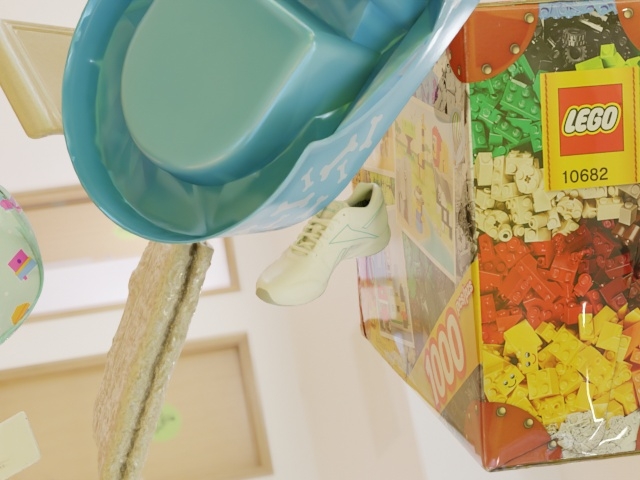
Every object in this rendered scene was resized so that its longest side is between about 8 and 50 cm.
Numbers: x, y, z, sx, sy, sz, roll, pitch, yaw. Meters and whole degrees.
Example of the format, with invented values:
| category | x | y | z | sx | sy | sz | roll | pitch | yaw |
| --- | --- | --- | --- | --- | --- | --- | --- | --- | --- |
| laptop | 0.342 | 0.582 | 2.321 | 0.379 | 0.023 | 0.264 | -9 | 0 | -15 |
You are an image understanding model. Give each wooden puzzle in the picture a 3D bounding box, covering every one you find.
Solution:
| category | x | y | z | sx | sy | sz | roll | pitch | yaw |
| --- | --- | --- | --- | --- | --- | --- | --- | --- | --- |
| wooden puzzle | -0.279 | -0.190 | 1.396 | 0.221 | 0.239 | 0.044 | 55 | -46 | 34 |

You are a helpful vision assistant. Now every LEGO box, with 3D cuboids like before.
| category | x | y | z | sx | sy | sz | roll | pitch | yaw |
| --- | --- | --- | --- | --- | --- | --- | --- | --- | --- |
| LEGO box | 0.168 | -0.038 | 1.119 | 0.500 | 0.193 | 0.372 | -141 | -133 | -78 |

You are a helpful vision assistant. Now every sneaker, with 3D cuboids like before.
| category | x | y | z | sx | sy | sz | roll | pitch | yaw |
| --- | --- | --- | --- | --- | --- | --- | --- | --- | --- |
| sneaker | 0.000 | 0.000 | 0.935 | 0.054 | 0.152 | 0.061 | 25 | -45 | 33 |

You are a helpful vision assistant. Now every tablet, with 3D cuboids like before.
| category | x | y | z | sx | sy | sz | roll | pitch | yaw |
| --- | --- | --- | --- | --- | --- | --- | --- | --- | --- |
| tablet | -0.312 | 0.206 | 1.091 | 0.054 | 0.083 | 0.006 | 61 | 2 | 26 |

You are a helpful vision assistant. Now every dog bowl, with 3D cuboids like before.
| category | x | y | z | sx | sy | sz | roll | pitch | yaw |
| --- | --- | --- | --- | --- | --- | --- | --- | --- | --- |
| dog bowl | -0.007 | -0.128 | 0.557 | 0.166 | 0.074 | 0.297 | 43 | -76 | 30 |

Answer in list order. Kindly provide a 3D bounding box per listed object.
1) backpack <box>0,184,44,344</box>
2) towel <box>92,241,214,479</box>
| category | x | y | z | sx | sy | sz | roll | pitch | yaw |
| --- | --- | --- | --- | --- | --- | --- | --- | --- | --- |
| backpack | -0.243 | 0.034 | 0.619 | 0.115 | 0.182 | 0.152 | 8 | -50 | 49 |
| towel | -0.178 | 0.104 | 1.147 | 0.187 | 0.049 | 0.282 | -136 | -117 | -72 |
